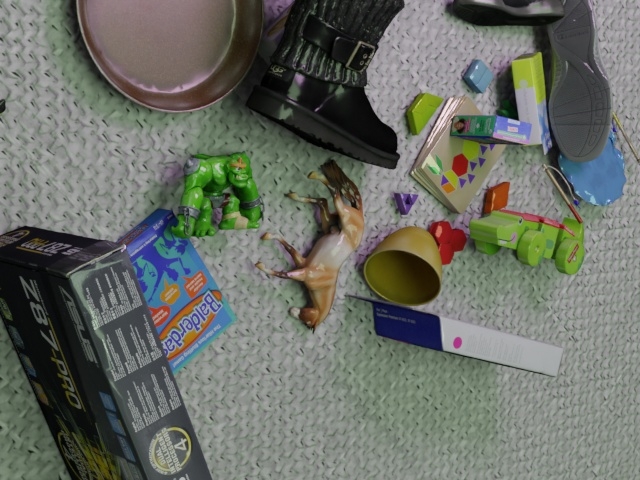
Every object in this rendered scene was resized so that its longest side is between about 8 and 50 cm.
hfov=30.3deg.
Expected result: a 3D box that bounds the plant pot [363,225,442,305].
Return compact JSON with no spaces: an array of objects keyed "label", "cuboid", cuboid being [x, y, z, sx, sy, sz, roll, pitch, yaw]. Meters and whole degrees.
[{"label":"plant pot","cuboid":[0.150,0.032,2.006,0.134,0.134,0.095,53,40,-28]}]

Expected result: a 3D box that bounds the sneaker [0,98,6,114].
[{"label":"sneaker","cuboid":[-0.454,-0.159,1.561,0.078,0.067,0.188,0,92,-31]}]

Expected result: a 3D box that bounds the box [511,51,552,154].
[{"label":"box","cuboid":[0.389,-0.250,2.167,0.109,0.042,0.178,-38,120,-66]}]

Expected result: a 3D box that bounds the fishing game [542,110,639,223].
[{"label":"fishing game","cuboid":[0.521,-0.154,2.295,0.264,0.041,0.189,-42,102,-36]}]

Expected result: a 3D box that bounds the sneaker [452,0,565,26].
[{"label":"sneaker","cuboid":[0.328,-0.453,2.109,0.228,0.087,0.130,-6,80,-24]}]

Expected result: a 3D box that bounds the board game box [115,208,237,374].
[{"label":"board game box","cuboid":[-0.238,0.083,1.758,0.160,0.047,0.210,-42,118,-26]}]

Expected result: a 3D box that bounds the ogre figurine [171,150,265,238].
[{"label":"ogre figurine","cuboid":[-0.154,-0.071,1.774,0.197,0.097,0.118,-9,101,-36]}]

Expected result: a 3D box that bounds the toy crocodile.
[{"label":"toy crocodile","cuboid":[0.386,-0.007,2.153,0.341,0.115,0.105,11,93,-47]}]

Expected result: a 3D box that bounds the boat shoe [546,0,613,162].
[{"label":"boat shoe","cuboid":[0.482,-0.307,2.211,0.103,0.118,0.320,-17,98,-73]}]

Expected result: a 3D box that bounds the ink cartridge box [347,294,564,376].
[{"label":"ink cartridge box","cuboid":[0.232,0.165,2.035,0.371,0.176,0.069,19,84,-36]}]

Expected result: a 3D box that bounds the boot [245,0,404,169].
[{"label":"boot","cuboid":[0.055,-0.266,1.828,0.348,0.131,0.260,23,91,-54]}]

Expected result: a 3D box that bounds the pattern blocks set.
[{"label":"pattern blocks set","cuboid":[0.245,-0.148,2.107,0.325,0.026,0.285,-48,120,-23]}]

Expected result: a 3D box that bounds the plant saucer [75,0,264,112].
[{"label":"plant saucer","cuboid":[-0.223,-0.342,1.727,0.311,0.050,0.310,-5,98,-37]}]

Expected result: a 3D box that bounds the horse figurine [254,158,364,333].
[{"label":"horse figurine","cuboid":[0.000,0.000,1.917,0.174,0.066,0.263,36,76,-28]}]

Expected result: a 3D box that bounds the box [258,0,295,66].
[{"label":"box","cuboid":[0.022,-0.395,1.895,0.324,0.067,0.063,-48,120,-22]}]

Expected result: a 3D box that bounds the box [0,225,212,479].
[{"label":"box","cuboid":[-0.294,0.183,1.559,0.097,0.318,0.394,-29,112,-32]}]

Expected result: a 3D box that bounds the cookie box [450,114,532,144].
[{"label":"cookie box","cuboid":[0.297,-0.192,2.057,0.092,0.107,0.040,8,89,-37]}]
